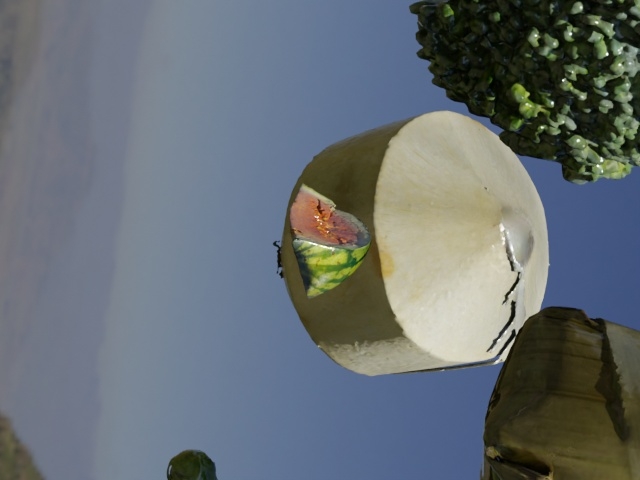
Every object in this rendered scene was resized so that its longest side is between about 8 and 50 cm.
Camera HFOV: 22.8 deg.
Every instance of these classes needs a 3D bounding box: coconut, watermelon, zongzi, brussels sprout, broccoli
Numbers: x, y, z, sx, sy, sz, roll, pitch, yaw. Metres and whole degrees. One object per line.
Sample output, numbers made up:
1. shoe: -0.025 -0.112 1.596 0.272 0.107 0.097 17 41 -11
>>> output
1. coconut: 0.119 0.006 1.813 0.323 0.323 0.323 -172 -90 -80
2. watermelon: 0.014 0.002 1.507 0.163 0.069 0.087 -84 160 -68
3. zongzi: 0.346 0.319 1.255 0.218 0.467 0.500 -56 154 -45
4. brussels sprout: -0.121 0.230 1.529 0.083 0.046 0.051 84 14 -63
5. broccoli: 0.256 -0.217 1.436 0.334 0.324 0.272 -60 -148 33
